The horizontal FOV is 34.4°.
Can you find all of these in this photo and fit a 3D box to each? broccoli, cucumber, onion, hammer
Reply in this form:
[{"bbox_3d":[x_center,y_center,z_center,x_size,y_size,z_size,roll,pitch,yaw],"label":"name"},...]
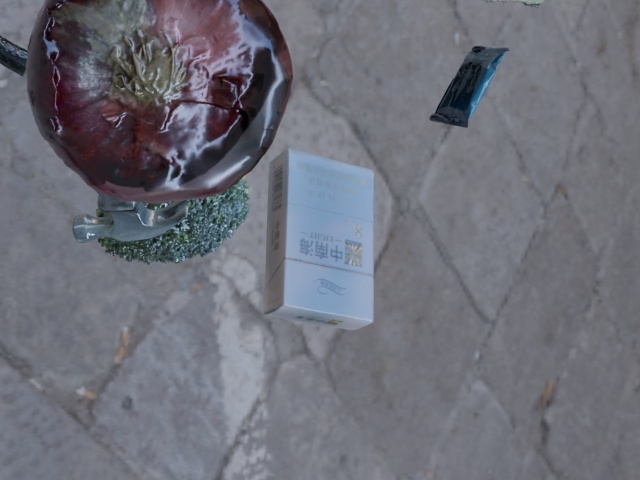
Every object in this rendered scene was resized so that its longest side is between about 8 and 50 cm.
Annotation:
[{"bbox_3d":[-0.288,-0.081,2.113,0.249,0.375,0.302,44,29,-15],"label":"broccoli"},{"bbox_3d":[-0.414,-0.247,1.259,0.133,0.032,0.032,31,64,-15],"label":"cucumber"},{"bbox_3d":[-0.169,-0.177,1.079,0.272,0.195,0.272,-7,115,-15],"label":"onion"},{"bbox_3d":[-0.255,-0.077,1.239,0.226,0.159,0.041,70,15,-50],"label":"hammer"}]

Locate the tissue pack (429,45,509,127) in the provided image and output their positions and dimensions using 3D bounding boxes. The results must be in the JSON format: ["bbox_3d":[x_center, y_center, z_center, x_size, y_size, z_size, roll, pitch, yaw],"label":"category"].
[{"bbox_3d":[0.221,-0.235,1.554,0.028,0.085,0.138,30,85,-35],"label":"tissue pack"}]

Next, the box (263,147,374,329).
[{"bbox_3d":[0.000,0.000,1.512,0.155,0.067,0.242,11,68,-27],"label":"box"}]

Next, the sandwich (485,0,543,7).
[{"bbox_3d":[0.222,-0.403,1.479,0.193,0.162,0.058,-6,138,-42],"label":"sandwich"}]
